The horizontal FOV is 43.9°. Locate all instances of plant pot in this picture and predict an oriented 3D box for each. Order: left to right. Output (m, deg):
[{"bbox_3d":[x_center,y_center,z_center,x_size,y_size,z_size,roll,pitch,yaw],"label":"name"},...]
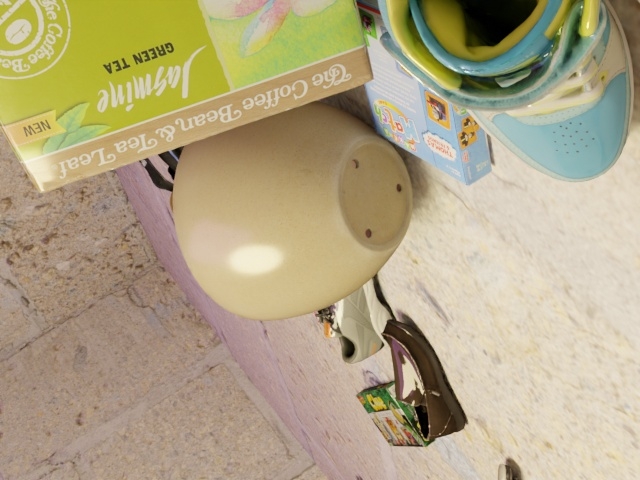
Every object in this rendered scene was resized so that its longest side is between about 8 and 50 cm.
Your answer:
[{"bbox_3d":[-0.005,-0.045,0.945,0.191,0.284,0.284,-4,120,45],"label":"plant pot"}]

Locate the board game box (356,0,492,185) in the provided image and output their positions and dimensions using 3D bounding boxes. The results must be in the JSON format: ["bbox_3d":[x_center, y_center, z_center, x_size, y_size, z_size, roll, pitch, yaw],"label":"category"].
[{"bbox_3d":[0.090,-0.173,0.775,0.160,0.039,0.211,40,155,47],"label":"board game box"}]

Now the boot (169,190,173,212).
[{"bbox_3d":[-0.144,-0.105,1.191,0.269,0.236,0.089,60,-165,-80],"label":"boot"}]

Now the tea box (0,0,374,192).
[{"bbox_3d":[-0.162,-0.270,0.711,0.220,0.329,0.324,-109,-1,-54],"label":"tea box"}]

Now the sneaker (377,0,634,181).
[{"bbox_3d":[0.115,-0.107,0.461,0.319,0.127,0.208,51,-150,-35],"label":"sneaker"}]

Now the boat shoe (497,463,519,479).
[{"bbox_3d":[0.291,0.382,1.218,0.046,0.038,0.125,-79,-15,-46],"label":"boat shoe"}]

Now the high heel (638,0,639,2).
[{"bbox_3d":[0.227,-0.143,0.428,0.117,0.082,0.244,-11,96,31],"label":"high heel"}]

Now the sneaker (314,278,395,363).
[{"bbox_3d":[0.033,0.090,1.281,0.100,0.108,0.271,27,150,60],"label":"sneaker"}]

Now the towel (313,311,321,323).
[{"bbox_3d":[-0.033,0.090,1.635,0.144,0.029,0.197,54,163,15],"label":"towel"}]

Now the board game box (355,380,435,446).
[{"bbox_3d":[0.146,0.354,1.605,0.136,0.030,0.260,58,164,7],"label":"board game box"}]

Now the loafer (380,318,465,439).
[{"bbox_3d":[0.152,0.226,1.257,0.220,0.078,0.080,60,164,-9],"label":"loafer"}]

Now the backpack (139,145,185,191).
[{"bbox_3d":[-0.262,-0.247,1.333,0.263,0.213,0.276,43,167,11],"label":"backpack"}]
